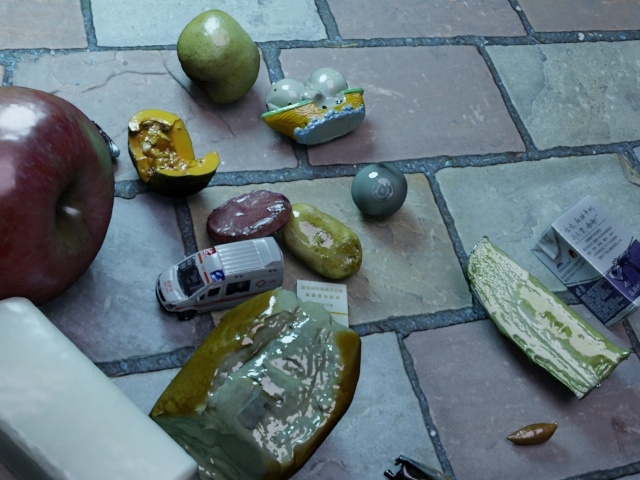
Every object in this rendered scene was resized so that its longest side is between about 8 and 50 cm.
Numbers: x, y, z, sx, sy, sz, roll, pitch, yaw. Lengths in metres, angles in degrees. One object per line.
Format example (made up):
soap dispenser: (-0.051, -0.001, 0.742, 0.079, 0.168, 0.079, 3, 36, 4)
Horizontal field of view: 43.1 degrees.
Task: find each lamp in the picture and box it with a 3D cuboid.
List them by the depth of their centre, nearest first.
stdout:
lamp: (0.110, -0.094, 1.506, 0.105, 0.105, 0.105, 8, 57, -12)

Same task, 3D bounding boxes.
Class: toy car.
toy car: (-0.163, 0.058, 1.327, 0.210, 0.108, 0.089, -10, 62, -21)

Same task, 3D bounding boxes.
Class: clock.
clock: (-0.014, -0.266, 1.581, 0.231, 0.103, 0.144, -21, 65, -29)

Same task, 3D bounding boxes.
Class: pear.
pear: (-0.196, -0.350, 1.544, 0.167, 0.167, 0.136, 40, 83, 10)

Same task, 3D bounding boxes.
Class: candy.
candy: (-0.341, 0.258, 1.088, 0.359, 0.208, 0.145, 41, 55, 11)

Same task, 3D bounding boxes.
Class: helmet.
helmet: (-0.402, -0.167, 1.435, 0.084, 0.049, 0.065, 51, 19, -12)

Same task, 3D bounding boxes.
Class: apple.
apple: (-0.470, -0.066, 1.199, 0.270, 0.344, 0.344, 10, 54, 15)

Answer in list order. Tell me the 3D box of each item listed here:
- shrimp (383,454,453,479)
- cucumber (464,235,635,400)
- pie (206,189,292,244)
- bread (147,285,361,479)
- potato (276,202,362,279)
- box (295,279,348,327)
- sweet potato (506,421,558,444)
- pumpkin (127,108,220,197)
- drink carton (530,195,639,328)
shrimp: (0.136, 0.406, 1.221, 0.289, 0.075, 0.178, 26, 47, 2)
cucumber: (0.382, 0.137, 1.446, 0.325, 0.105, 0.145, 43, 84, 12)
pie: (-0.124, -0.039, 1.401, 0.155, 0.036, 0.154, -14, 32, 9)
bread: (-0.083, 0.219, 1.159, 0.225, 0.279, 0.250, 41, 56, -6)
potato: (0.000, 0.000, 1.431, 0.170, 0.080, 0.107, 37, 44, 10)
box: (0.003, 0.147, 1.370, 0.090, 0.024, 0.166, 6, 56, -13)
sweet potato: (0.356, 0.325, 1.358, 0.095, 0.034, 0.034, -10, 62, -10)
pumpkin: (-0.265, -0.139, 1.423, 0.119, 0.107, 0.183, -24, 60, -35)
drink carton: (0.534, 0.038, 1.551, 0.134, 0.102, 0.222, -34, 73, -29)
